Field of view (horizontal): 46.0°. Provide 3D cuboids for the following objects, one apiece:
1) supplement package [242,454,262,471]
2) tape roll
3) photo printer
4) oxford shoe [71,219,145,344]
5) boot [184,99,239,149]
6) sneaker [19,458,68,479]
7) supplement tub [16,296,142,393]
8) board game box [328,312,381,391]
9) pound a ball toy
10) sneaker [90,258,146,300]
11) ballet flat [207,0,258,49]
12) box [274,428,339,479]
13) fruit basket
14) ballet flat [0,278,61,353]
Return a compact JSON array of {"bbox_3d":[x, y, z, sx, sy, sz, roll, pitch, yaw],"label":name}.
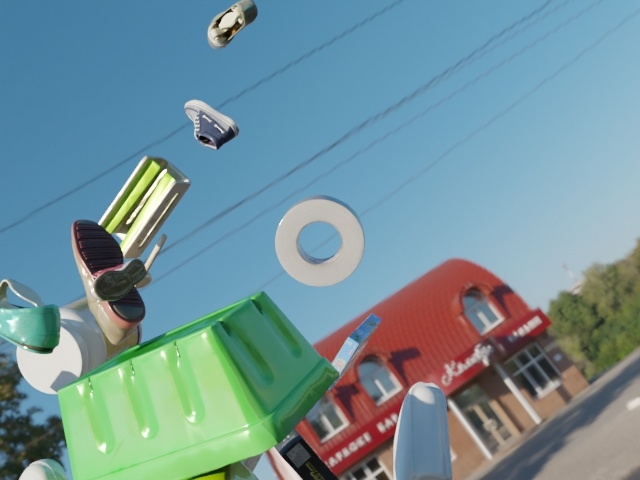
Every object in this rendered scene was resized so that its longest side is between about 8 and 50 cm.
[{"bbox_3d":[-0.277,0.464,1.848,0.178,0.175,0.293,-60,-36,-15],"label":"supplement package"},{"bbox_3d":[0.000,0.000,1.862,0.219,0.219,0.072,-39,9,10],"label":"tape roll"},{"bbox_3d":[0.238,0.513,1.801,0.308,0.107,0.256,-83,0,-54],"label":"photo printer"},{"bbox_3d":[-0.549,0.099,1.856,0.122,0.348,0.130,2,-43,-42],"label":"oxford shoe"},{"bbox_3d":[-0.304,-0.299,1.942,0.086,0.190,0.069,-43,-36,-28],"label":"boot"},{"bbox_3d":[-0.471,0.472,1.100,0.108,0.293,0.169,3,-12,29],"label":"sneaker"},{"bbox_3d":[-0.697,0.297,2.202,0.241,0.241,0.331,-41,-3,16],"label":"supplement tub"},{"bbox_3d":[0.082,0.292,1.993,0.160,0.039,0.211,-60,-13,20],"label":"board game box"},{"bbox_3d":[-0.475,-0.048,2.111,0.319,0.208,0.135,-53,-13,13],"label":"pound a ball toy"},{"bbox_3d":[-0.293,0.062,1.029,0.067,0.042,0.118,-21,7,21],"label":"sneaker"},{"bbox_3d":[-0.233,-0.522,1.832,0.213,0.072,0.068,-22,13,48],"label":"ballet flat"},{"bbox_3d":[-0.037,0.458,1.583,0.059,0.233,0.183,-40,28,-10],"label":"box"},{"bbox_3d":[-0.155,0.306,1.057,0.392,0.392,0.283,-45,-5,25],"label":"fruit basket"},{"bbox_3d":[-0.475,0.094,1.102,0.083,0.247,0.087,17,-93,-68],"label":"ballet flat"}]
